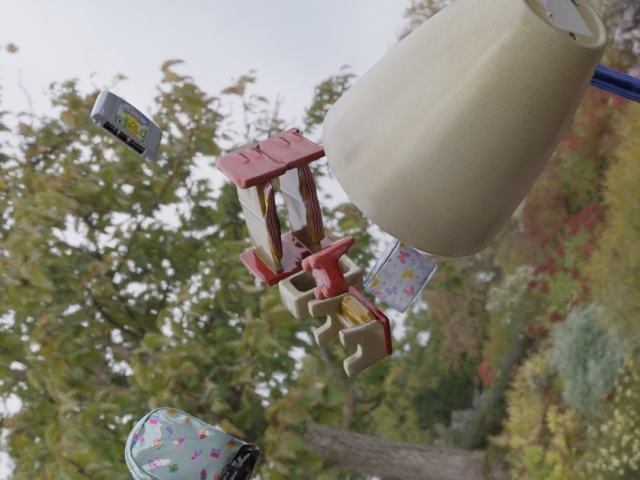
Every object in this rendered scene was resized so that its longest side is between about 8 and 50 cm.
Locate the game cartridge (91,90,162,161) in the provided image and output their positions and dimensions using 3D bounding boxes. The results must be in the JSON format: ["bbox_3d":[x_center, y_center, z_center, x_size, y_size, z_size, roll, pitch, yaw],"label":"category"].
[{"bbox_3d":[-0.209,-0.126,0.929,0.017,0.083,0.056,-39,31,24],"label":"game cartridge"}]

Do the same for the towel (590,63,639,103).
[{"bbox_3d":[0.363,-0.282,1.309,0.336,0.243,0.040,-96,26,-71],"label":"towel"}]

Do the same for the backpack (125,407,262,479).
[{"bbox_3d":[-0.190,0.318,1.229,0.152,0.182,0.115,-59,-10,-35],"label":"backpack"}]

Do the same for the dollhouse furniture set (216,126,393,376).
[{"bbox_3d":[0.000,0.000,1.265,0.152,0.374,0.201,-24,-54,-20],"label":"dollhouse furniture set"}]

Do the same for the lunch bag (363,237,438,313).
[{"bbox_3d":[0.107,0.048,1.163,0.083,0.071,0.053,-57,4,-1],"label":"lunch bag"}]

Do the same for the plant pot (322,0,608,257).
[{"bbox_3d":[0.180,-0.162,0.955,0.274,0.256,0.256,-50,0,41],"label":"plant pot"}]
